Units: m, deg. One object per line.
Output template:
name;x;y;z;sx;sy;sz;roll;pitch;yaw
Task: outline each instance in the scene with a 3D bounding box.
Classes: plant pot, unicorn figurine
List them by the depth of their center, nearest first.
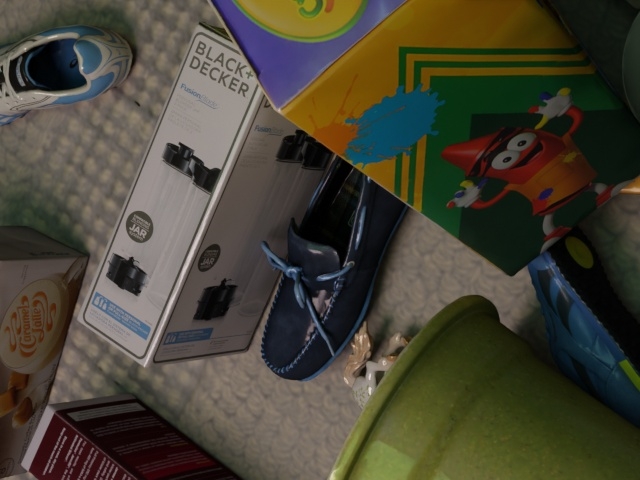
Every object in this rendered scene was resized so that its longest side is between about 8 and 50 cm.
plant pot;0.167;0.218;1.047;0.253;0.276;0.276;27;103;23
unicorn figurine;0.068;0.157;1.218;0.111;0.060;0.162;-57;42;34

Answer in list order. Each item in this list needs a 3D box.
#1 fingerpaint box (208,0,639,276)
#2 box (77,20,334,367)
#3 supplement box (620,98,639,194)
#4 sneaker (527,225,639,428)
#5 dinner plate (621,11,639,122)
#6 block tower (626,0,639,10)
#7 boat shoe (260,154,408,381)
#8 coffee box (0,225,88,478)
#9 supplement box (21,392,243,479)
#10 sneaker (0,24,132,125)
fingerpaint box;0.020;-0.231;1.011;0.163;0.371;0.445;-39;59;13
box;-0.087;-0.038;1.245;0.087;0.169;0.290;31;104;26
supplement box;0.188;-0.079;1.138;0.233;0.078;0.080;3;91;29
sneaker;0.202;0.061;1.129;0.082;0.069;0.209;-40;78;39
dinner plate;0.282;-0.124;1.014;0.141;0.017;0.141;10;106;37
block tower;0.307;-0.184;1.059;0.335;0.097;0.091;46;111;23
boat shoe;0.000;0.000;1.233;0.109;0.089;0.258;28;100;41
coffee box;-0.342;0.115;1.408;0.098;0.141;0.247;23;101;27
supplement box;-0.148;0.239;1.303;0.239;0.130;0.073;32;105;27
sneaker;-0.301;-0.168;1.416;0.237;0.086;0.085;-12;86;31
